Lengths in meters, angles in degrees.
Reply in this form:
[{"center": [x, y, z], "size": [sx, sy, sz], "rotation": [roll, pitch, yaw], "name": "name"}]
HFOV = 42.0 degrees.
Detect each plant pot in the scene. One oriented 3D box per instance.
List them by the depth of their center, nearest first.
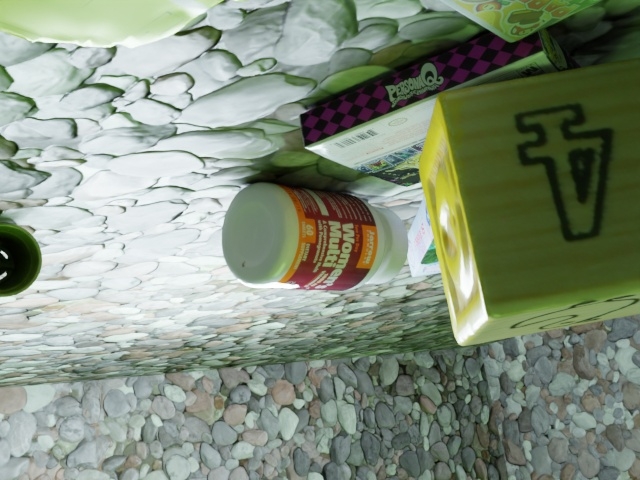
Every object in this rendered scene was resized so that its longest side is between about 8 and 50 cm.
[{"center": [-0.371, 0.024, 0.957], "size": [0.083, 0.083, 0.079], "rotation": [-1, 176, -31], "name": "plant pot"}]

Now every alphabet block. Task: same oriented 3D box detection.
[{"center": [0.206, -0.027, 0.729], "size": [0.197, 0.193, 0.192], "rotation": [-10, 164, 0], "name": "alphabet block"}]

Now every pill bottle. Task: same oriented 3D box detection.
[{"center": [0.000, 0.000, 1.003], "size": [0.221, 0.121, 0.121], "rotation": [5, 159, -45], "name": "pill bottle"}]

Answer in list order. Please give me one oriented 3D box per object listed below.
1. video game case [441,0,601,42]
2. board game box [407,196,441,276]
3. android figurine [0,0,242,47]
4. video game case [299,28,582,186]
[{"center": [0.156, -0.204, 0.517], "size": [0.206, 0.026, 0.227], "rotation": [-20, 163, 36], "name": "video game case"}, {"center": [0.295, -0.035, 1.178], "size": [0.319, 0.065, 0.318], "rotation": [-9, 166, -2], "name": "board game box"}, {"center": [-0.089, -0.175, 0.402], "size": [0.273, 0.056, 0.248], "rotation": [-22, 162, 33], "name": "android figurine"}, {"center": [0.132, -0.119, 0.794], "size": [0.232, 0.041, 0.210], "rotation": [-19, 163, 30], "name": "video game case"}]
